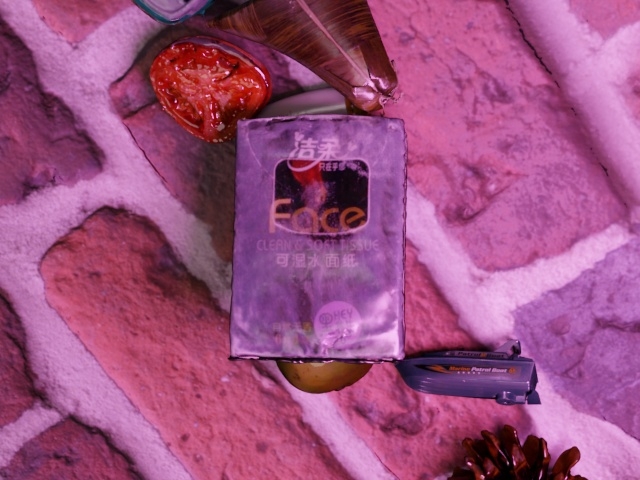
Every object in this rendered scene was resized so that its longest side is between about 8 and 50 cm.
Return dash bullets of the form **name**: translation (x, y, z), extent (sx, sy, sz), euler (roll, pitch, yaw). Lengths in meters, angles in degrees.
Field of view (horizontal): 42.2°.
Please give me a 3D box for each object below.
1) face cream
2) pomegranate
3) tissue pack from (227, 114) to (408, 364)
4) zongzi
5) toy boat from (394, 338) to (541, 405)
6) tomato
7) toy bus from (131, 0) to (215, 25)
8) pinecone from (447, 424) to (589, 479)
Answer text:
- **face cream**: translation (-0.013, -0.199, 1.301), extent (0.182, 0.051, 0.072), euler (-10, 103, 12)
- **pomegranate**: translation (-0.001, 0.144, 1.351), extent (0.180, 0.180, 0.209), euler (-19, 88, 14)
- **tissue pack**: translation (0.000, 0.000, 1.224), extent (0.259, 0.122, 0.361), euler (2, 85, 5)
- **zongzi**: translation (-0.022, -0.268, 1.233), extent (0.241, 0.111, 0.247), euler (-23, 87, 15)
- **toy boat**: translation (0.242, 0.216, 1.372), extent (0.246, 0.103, 0.093), euler (0, 149, 19)
- **tomato**: translation (-0.167, -0.251, 1.290), extent (0.174, 0.082, 0.166), euler (40, 120, -10)
- **toy bus**: translation (-0.139, -0.476, 1.157), extent (0.343, 0.199, 0.183), euler (-40, 100, 17)
- **pinecone**: translation (0.310, 0.400, 1.350), extent (0.201, 0.229, 0.202), euler (28, 122, 14)
